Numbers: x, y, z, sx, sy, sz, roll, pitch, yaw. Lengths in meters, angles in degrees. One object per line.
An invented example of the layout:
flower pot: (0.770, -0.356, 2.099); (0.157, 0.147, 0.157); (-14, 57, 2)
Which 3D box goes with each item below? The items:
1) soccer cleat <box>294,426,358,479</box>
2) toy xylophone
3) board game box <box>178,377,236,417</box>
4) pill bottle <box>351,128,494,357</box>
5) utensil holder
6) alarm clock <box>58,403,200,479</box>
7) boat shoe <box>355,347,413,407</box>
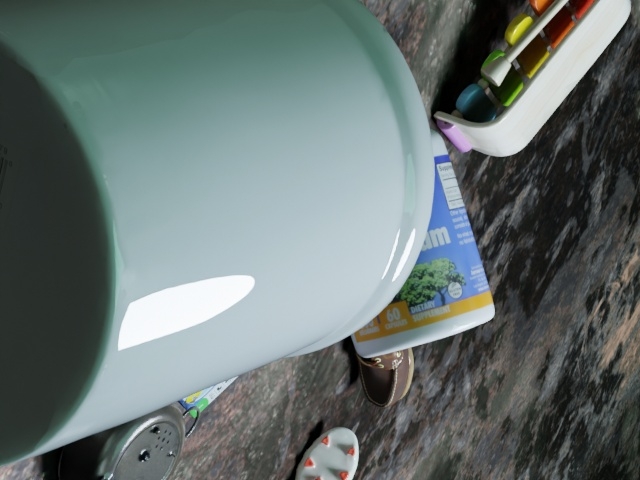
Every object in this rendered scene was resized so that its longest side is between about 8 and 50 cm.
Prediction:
soccer cleat: (-0.009, 0.322, 2.144); (0.076, 0.068, 0.196); (97, 15, -82)
toy xylophone: (0.269, -0.244, 2.124); (0.322, 0.081, 0.236); (-48, 156, -8)
board game box: (-0.084, 0.075, 1.737); (0.201, 0.035, 0.136); (-44, 151, -8)
pill bottle: (0.072, -0.028, 1.795); (0.152, 0.152, 0.272); (-16, 88, -61)
utensil holder: (-0.150, -0.031, 1.246); (0.385, 0.328, 0.327); (-21, 128, -56)
alarm clock: (-0.174, 0.198, 1.675); (0.192, 0.064, 0.129); (-21, 132, -54)
boat shoe: (0.070, 0.119, 2.128); (0.073, 0.073, 0.207); (-35, 132, -48)
